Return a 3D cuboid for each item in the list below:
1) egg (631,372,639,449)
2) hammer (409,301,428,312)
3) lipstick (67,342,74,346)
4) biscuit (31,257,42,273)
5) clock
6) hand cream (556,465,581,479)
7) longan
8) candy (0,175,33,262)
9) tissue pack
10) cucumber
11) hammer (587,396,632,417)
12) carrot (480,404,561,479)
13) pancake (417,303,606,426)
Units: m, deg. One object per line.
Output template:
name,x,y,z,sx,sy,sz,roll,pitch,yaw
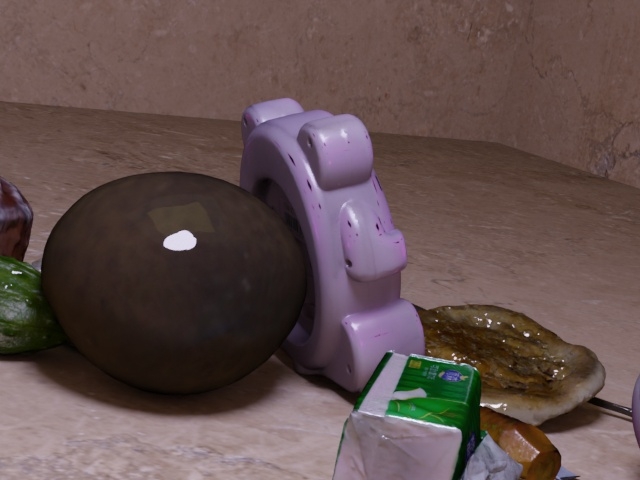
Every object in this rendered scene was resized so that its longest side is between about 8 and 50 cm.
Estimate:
egg,0.420,0.191,1.531,0.196,0.196,0.271,11,13,6
hammer,0.106,0.099,2.103,0.168,0.044,0.440,1,14,-43
lipstick,-0.303,0.100,1.766,0.141,0.040,0.040,16,13,32
biscuit,-0.302,0.060,1.966,0.188,0.040,0.265,20,14,40
clock,0.000,0.000,1.777,0.113,0.322,0.295,-15,17,-22
hand cream,0.233,0.237,1.606,0.030,0.019,0.093,1,21,-45
longan,-0.158,0.041,1.650,0.300,0.243,0.300,28,12,-7
candy,-0.485,-0.027,1.945,0.214,0.157,0.289,9,11,-26
tissue pack,0.098,0.201,1.326,0.156,0.148,0.209,11,11,9
cucumber,-0.372,0.073,1.674,0.244,0.134,0.134,18,9,-15
hammer,0.418,0.222,1.808,0.292,0.029,0.058,17,16,26
carrot,0.152,0.198,1.598,0.070,0.070,0.260,1,12,-35
pancake,0.211,0.148,1.825,0.282,0.049,0.282,7,21,-3
